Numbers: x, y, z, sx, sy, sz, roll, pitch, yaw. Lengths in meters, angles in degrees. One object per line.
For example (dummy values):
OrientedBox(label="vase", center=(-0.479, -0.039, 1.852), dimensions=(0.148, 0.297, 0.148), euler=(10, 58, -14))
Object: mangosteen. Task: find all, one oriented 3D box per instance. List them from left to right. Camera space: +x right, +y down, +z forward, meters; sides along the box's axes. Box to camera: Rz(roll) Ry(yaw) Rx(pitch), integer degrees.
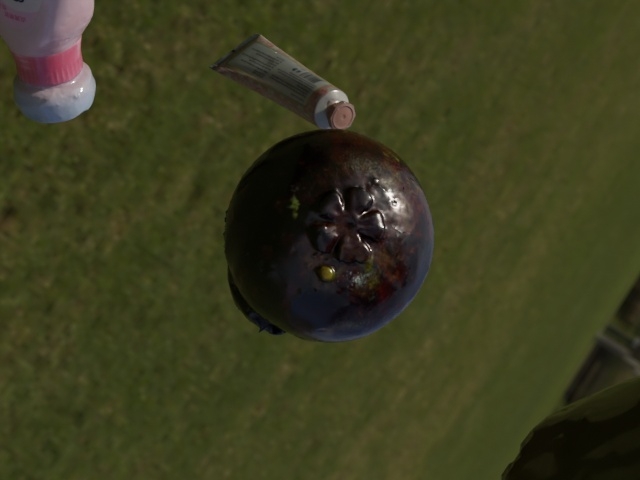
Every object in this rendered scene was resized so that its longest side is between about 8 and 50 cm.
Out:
OrientedBox(label="mangosteen", center=(0.007, -0.002, 1.266), dimensions=(0.172, 0.172, 0.184), euler=(-57, 169, 0))

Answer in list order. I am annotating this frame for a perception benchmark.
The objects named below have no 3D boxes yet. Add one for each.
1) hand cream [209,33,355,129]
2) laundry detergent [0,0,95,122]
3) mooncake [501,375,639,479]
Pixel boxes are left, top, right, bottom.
OrientedBox(label="hand cream", center=(-0.037, -0.164, 1.710), dimensions=(0.067, 0.210, 0.043), euler=(-39, 132, -13))
OrientedBox(label="laundry detergent", center=(-0.270, -0.264, 1.503), dimensions=(0.088, 0.159, 0.335), euler=(-32, 135, -31))
OrientedBox(label="mooncake", center=(0.280, 0.259, 1.015), dimensions=(0.246, 0.394, 0.393), euler=(-29, -173, 27))
